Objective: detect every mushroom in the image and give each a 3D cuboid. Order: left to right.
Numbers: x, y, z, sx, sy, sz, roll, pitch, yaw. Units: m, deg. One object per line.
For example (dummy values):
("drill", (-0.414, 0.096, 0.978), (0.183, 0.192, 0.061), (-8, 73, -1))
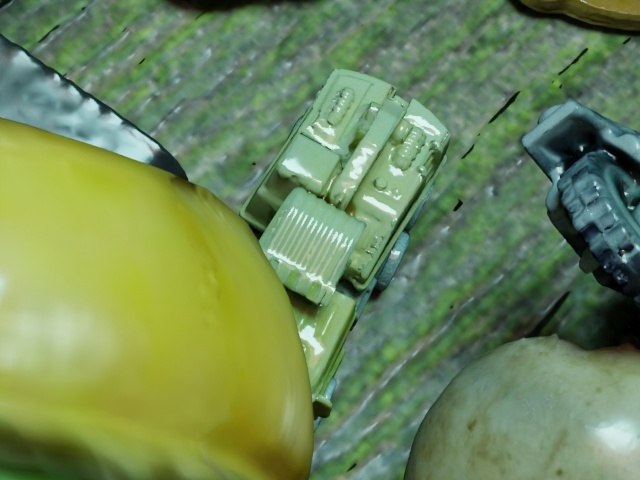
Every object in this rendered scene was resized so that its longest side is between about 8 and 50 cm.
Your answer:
("mushroom", (0.121, 0.122, 0.836), (0.166, 0.166, 0.127), (33, 27, 3))

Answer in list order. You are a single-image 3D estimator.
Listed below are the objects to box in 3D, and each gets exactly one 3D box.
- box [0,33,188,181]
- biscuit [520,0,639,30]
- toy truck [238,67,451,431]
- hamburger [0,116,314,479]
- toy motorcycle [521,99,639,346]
("box", (-0.222, -0.071, 0.806), (0.350, 0.211, 0.058), (34, 67, 3))
("biscuit", (0.171, -0.175, 1.034), (0.140, 0.023, 0.118), (11, 66, -6))
("toy truck", (0.000, 0.000, 0.876), (0.085, 0.116, 0.191), (27, 65, 2))
("hamburger", (-0.170, 0.147, 0.646), (0.395, 0.396, 0.277), (1, 67, -12))
("toy motorcycle", (0.185, -0.005, 0.881), (0.270, 0.106, 0.159), (25, 33, -47))
